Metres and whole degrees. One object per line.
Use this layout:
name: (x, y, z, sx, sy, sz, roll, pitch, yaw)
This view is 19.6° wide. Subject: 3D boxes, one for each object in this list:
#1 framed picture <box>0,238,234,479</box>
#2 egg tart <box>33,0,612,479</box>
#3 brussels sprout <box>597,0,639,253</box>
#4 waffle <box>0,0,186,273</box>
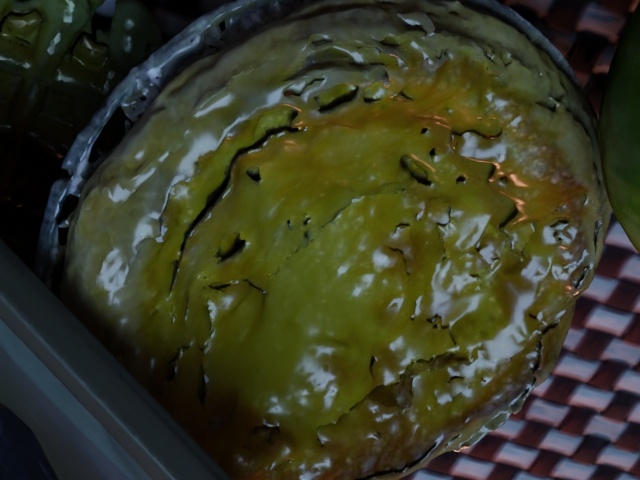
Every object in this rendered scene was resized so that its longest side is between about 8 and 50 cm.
framed picture: (-0.131, 0.057, 0.697, 0.265, 0.018, 0.192, 46, 147, -1)
egg tart: (0.000, 0.000, 0.710, 0.234, 0.094, 0.234, -12, 125, -18)
brussels sprout: (0.180, -0.040, 0.674, 0.143, 0.161, 0.181, 7, 115, 43)
waffle: (-0.118, -0.025, 0.741, 0.169, 0.036, 0.183, -22, 129, 13)
